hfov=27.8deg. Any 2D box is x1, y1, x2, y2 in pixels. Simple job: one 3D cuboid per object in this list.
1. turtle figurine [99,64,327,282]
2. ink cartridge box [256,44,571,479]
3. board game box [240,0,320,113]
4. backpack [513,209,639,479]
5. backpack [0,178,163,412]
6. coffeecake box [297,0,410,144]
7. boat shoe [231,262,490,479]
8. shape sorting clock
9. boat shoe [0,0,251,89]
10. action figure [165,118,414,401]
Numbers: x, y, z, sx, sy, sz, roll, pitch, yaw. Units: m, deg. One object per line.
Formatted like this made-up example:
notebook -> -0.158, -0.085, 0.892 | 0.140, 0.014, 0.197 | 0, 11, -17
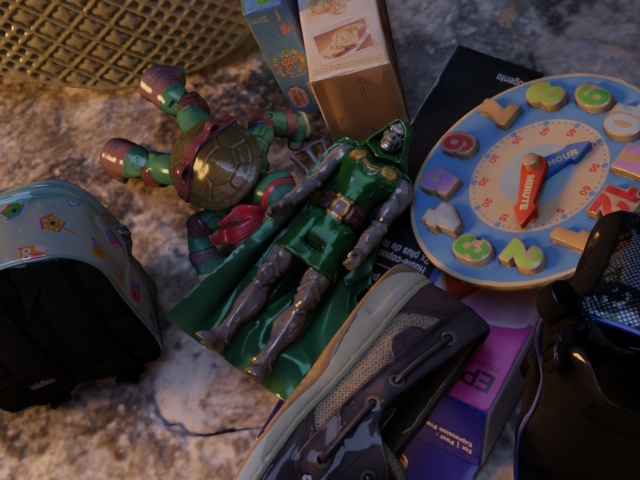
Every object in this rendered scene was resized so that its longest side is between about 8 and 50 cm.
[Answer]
turtle figurine -> -0.077, -0.058, 1.091 | 0.234, 0.118, 0.175 | 32, 75, 32
ink cartridge box -> 0.105, 0.027, 1.027 | 0.176, 0.069, 0.371 | 23, 74, 24
board game box -> -0.042, -0.239, 1.142 | 0.039, 0.160, 0.211 | -14, 61, 9
backpack -> 0.276, 0.112, 0.841 | 0.263, 0.276, 0.213 | 25, 59, 21
backpack -> -0.227, 0.035, 1.035 | 0.166, 0.188, 0.144 | -17, 61, 7
coffeecake box -> 0.025, -0.178, 1.103 | 0.068, 0.142, 0.185 | -13, 61, 7
boat shoe -> 0.020, 0.147, 0.898 | 0.092, 0.103, 0.285 | 25, 67, 24
shape sorting clock -> 0.162, -0.049, 0.969 | 0.206, 0.040, 0.206 | -15, 48, 17
boat shoe -> -0.304, -0.243, 1.192 | 0.500, 0.187, 0.156 | 1, 57, 10
action figure -> 0.000, 0.000, 0.992 | 0.137, 0.063, 0.232 | 33, 79, 11
